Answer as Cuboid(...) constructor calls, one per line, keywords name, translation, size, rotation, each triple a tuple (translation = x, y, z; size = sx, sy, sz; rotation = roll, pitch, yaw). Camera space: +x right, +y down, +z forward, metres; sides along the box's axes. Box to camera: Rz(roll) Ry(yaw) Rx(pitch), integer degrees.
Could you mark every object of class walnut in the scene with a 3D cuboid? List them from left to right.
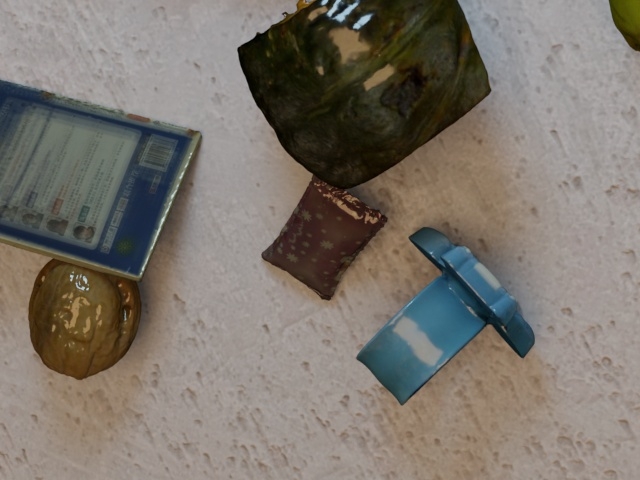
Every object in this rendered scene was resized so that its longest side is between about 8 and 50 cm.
Cuboid(name="walnut", translation=(-0.320, 0.091, 1.815), size=(0.155, 0.155, 0.184), rotation=(16, 101, 12))

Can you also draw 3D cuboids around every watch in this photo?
Cuboid(name="watch", translation=(0.140, 0.109, 1.673), size=(0.193, 0.211, 0.211), rotation=(-44, 87, 1))

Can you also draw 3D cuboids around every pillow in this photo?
Cuboid(name="pillow", translation=(0.000, 0.000, 1.744), size=(0.118, 0.043, 0.185), rotation=(35, 133, 3))

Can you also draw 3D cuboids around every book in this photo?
Cuboid(name="book", translation=(-0.344, -0.086, 1.799), size=(0.322, 0.018, 0.228), rotation=(16, 69, 13))

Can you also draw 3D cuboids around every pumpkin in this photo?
Cuboid(name="pumpkin", translation=(0.047, -0.207, 1.601), size=(0.256, 0.303, 0.225), rotation=(-37, 96, -6))

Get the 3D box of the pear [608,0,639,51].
Cuboid(name="pear", translation=(0.432, -0.325, 1.502), size=(0.212, 0.212, 0.269), rotation=(31, 102, 8))
